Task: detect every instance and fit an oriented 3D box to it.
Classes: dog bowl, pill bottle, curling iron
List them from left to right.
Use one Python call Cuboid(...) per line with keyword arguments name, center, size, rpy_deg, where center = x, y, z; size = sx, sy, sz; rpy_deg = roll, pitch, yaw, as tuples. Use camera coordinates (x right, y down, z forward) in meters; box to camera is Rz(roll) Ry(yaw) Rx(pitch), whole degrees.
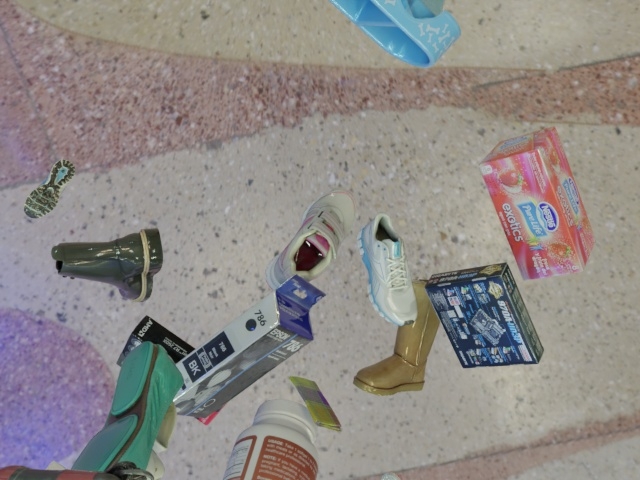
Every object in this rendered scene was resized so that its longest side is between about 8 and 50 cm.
Cuboid(name="curling iron", center=(-0.259, 0.217, 0.596), size=(0.273, 0.035, 0.068), rpy_deg=(-9, 134, 20))
Cuboid(name="pill bottle", center=(-0.068, 0.323, 0.914), size=(0.121, 0.216, 0.121), rpy_deg=(8, 131, 9))
Cuboid(name="dog bowl", center=(0.113, -0.402, 1.202), size=(0.297, 0.166, 0.074), rpy_deg=(32, 88, -36))

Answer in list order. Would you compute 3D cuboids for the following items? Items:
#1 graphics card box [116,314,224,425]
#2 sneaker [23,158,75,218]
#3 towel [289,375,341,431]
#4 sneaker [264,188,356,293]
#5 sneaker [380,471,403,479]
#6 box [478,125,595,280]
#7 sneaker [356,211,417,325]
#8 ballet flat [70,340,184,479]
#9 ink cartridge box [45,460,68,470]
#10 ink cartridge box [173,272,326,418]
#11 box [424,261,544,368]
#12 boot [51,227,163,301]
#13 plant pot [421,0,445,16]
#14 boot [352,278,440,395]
Cuboid(name="graphics card box", center=(-0.453, 0.417, 2.210), size=(0.371, 0.094, 0.233), rpy_deg=(36, 137, -2))
Cuboid(name="sneaker", center=(-0.647, -0.119, 1.674), size=(0.063, 0.073, 0.162), rpy_deg=(39, 77, -15))
Cuboid(name="towel", center=(-0.007, 0.217, 0.925), size=(0.009, 0.083, 0.060), rpy_deg=(-46, 141, 12))
Cuboid(name="sneaker", center=(0.000, 0.000, 1.357), size=(0.103, 0.111, 0.252), rpy_deg=(38, 70, -13))
Cuboid(name="sneaker", center=(0.144, 0.426, 1.140), size=(0.051, 0.070, 0.134), rpy_deg=(-8, 105, 46))
Cuboid(name="box", center=(0.491, -0.081, 1.561), size=(0.142, 0.154, 0.300), rpy_deg=(-13, 108, 38))
Cuboid(name="sneaker", center=(0.109, 0.040, 1.094), size=(0.071, 0.191, 0.083), rpy_deg=(-9, 153, -21))
Cuboid(name="ballet flat", center=(-0.195, 0.210, 0.743), size=(0.083, 0.247, 0.087), rpy_deg=(-31, 113, 20))
Cuboid(name="ink cartridge box", center=(-0.493, 0.578, 1.367), size=(0.353, 0.119, 0.207), rpy_deg=(32, 121, 0))
Cuboid(name="ink cartridge box", center=(-0.131, 0.197, 1.244), size=(0.332, 0.065, 0.165), rpy_deg=(-38, 153, 7))
Cuboid(name="box", center=(0.335, 0.160, 1.429), size=(0.175, 0.051, 0.220), rpy_deg=(-13, 113, 39))
Cuboid(name="boot", center=(-0.302, 0.038, 0.964), size=(0.137, 0.077, 0.198), rpy_deg=(-6, 156, -24))
Cuboid(name="plant pot", center=(0.114, -0.574, 1.436), size=(0.252, 0.248, 0.247), rpy_deg=(6, 119, -14))
Cuboid(name="boot", center=(0.194, 0.225, 1.665), size=(0.236, 0.089, 0.270), rpy_deg=(5, 102, -45))
